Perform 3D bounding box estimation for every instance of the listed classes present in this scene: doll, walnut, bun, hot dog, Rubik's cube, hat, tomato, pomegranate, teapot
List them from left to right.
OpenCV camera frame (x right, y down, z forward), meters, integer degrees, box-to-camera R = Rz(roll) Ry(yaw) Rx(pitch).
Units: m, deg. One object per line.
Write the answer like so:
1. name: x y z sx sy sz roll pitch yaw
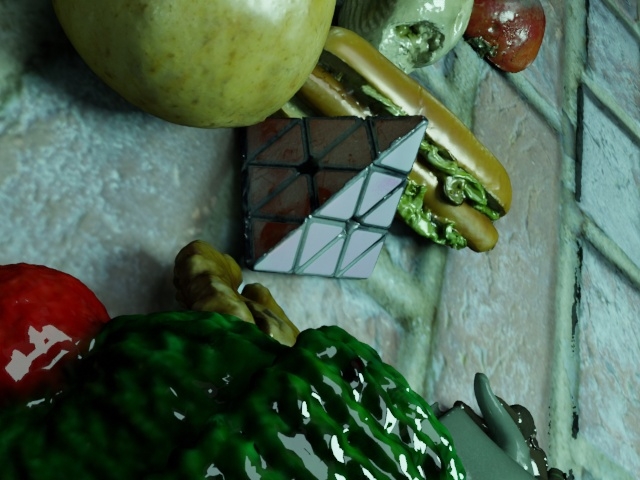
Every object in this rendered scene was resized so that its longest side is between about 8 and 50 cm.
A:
1. hat: -0.102 0.124 0.568 0.332 0.242 0.274 43 53 8
2. pomegranate: -0.105 -0.224 0.809 0.260 0.260 0.260 28 46 -33
3. walnut: -0.067 0.068 0.740 0.143 0.069 0.170 41 4 -20
4. Rubik's cube: 0.000 0.000 0.903 0.190 0.211 0.178 -58 137 -29
5. hot dog: 0.092 -0.093 1.010 0.337 0.135 0.100 37 18 -25
6. bun: 0.111 -0.272 1.127 0.128 0.178 0.193 39 39 -25
7. teapot: 0.078 0.206 0.783 0.239 0.162 0.149 -31 78 -23
8. tomato: 0.288 -0.360 1.450 0.189 0.099 0.173 42 41 -16
9. doll: 0.215 0.237 0.976 0.165 0.057 0.139 23 46 -48
